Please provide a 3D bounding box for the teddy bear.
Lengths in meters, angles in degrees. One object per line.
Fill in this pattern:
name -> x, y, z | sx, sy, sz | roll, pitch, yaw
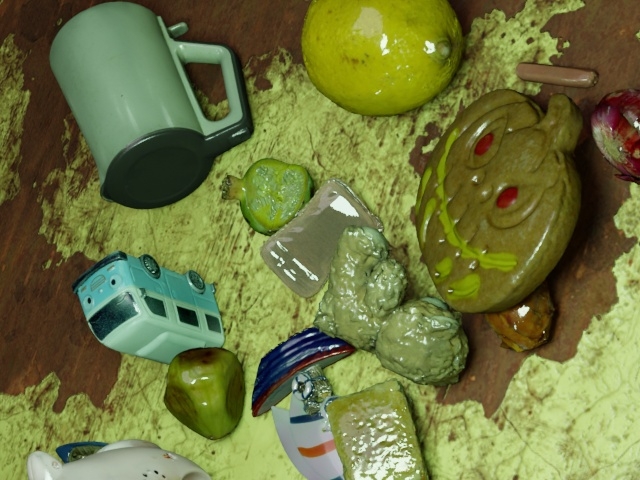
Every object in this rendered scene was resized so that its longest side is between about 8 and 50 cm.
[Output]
teddy bear -> 0.119, 0.124, 1.732 | 0.256, 0.267, 0.156 | 26, 63, 22

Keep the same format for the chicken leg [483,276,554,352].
chicken leg -> 0.297, 0.029, 1.727 | 0.113, 0.093, 0.304 | -28, 52, 39

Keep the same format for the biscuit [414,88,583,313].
biscuit -> 0.268, -0.082, 1.709 | 0.350, 0.070, 0.394 | -55, 29, 21

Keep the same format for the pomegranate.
pomegranate -> -0.097, -0.077, 2.027 | 0.169, 0.122, 0.143 | 0, 77, -3

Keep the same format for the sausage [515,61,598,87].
sausage -> 0.381, -0.271, 1.815 | 0.147, 0.030, 0.035 | 13, 79, 39

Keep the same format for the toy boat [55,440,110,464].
toy boat -> -0.418, 0.426, 2.122 | 0.229, 0.046, 0.080 | 5, 76, 38

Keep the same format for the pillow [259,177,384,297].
pillow -> -0.002, -0.002, 1.954 | 0.211, 0.034, 0.135 | -43, 93, 15

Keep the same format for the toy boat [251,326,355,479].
toy boat -> -0.024, 0.307, 1.877 | 0.219, 0.072, 0.318 | -10, 76, 31

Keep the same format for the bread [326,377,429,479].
bread -> 0.092, 0.327, 1.728 | 0.138, 0.102, 0.196 | -17, 63, 12

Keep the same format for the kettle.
kettle -> -0.328, -0.288, 2.253 | 0.361, 0.250, 0.377 | -23, 57, -6

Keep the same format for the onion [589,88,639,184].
onion -> 0.486, -0.164, 1.653 | 0.140, 0.150, 0.150 | -24, 52, -12

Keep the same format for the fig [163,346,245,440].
fig -> -0.200, 0.269, 1.961 | 0.154, 0.144, 0.166 | -31, 81, 4

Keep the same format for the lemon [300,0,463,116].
lemon -> 0.107, -0.337, 1.902 | 0.310, 0.258, 0.258 | 16, 82, 44

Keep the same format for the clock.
clock -> -0.315, 0.492, 1.809 | 0.250, 0.376, 0.368 | -23, 60, 23

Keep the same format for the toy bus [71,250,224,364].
toy bus -> -0.301, 0.134, 2.009 | 0.133, 0.271, 0.165 | -35, 58, 21
